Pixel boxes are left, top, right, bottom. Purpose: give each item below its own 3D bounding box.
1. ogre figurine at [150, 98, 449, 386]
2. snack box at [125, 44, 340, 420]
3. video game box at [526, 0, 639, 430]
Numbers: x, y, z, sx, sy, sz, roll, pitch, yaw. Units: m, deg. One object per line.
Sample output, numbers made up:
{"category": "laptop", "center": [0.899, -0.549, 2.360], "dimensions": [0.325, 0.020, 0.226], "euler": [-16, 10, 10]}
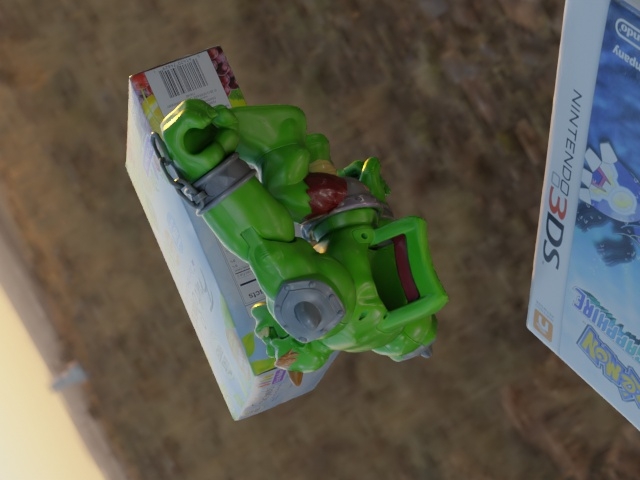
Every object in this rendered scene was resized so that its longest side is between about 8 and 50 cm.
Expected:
{"category": "ogre figurine", "center": [0.000, 0.000, 0.743], "dimensions": [0.118, 0.097, 0.197], "euler": [63, 180, 21]}
{"category": "snack box", "center": [-0.061, 0.002, 1.024], "dimensions": [0.207, 0.070, 0.174], "euler": [65, 167, 12]}
{"category": "video game box", "center": [0.160, 0.018, 0.560], "dimensions": [0.205, 0.048, 0.187], "euler": [44, 151, 38]}
